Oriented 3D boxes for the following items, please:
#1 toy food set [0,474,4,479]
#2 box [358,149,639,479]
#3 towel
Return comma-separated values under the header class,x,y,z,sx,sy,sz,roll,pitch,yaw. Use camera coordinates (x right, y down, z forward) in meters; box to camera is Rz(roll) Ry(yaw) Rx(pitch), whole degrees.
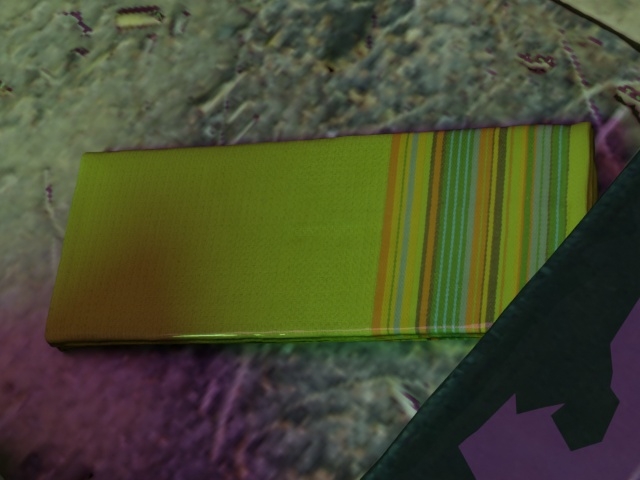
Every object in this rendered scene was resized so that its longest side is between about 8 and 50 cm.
class,x,y,z,sx,sy,sz,roll,pitch,yaw
toy food set,-0.248,0.163,0.638,0.306,0.092,0.219,-39,84,9
box,0.160,0.284,0.379,0.472,0.297,0.480,37,80,28
towel,0.000,0.000,0.737,0.237,0.021,0.102,-2,58,17
